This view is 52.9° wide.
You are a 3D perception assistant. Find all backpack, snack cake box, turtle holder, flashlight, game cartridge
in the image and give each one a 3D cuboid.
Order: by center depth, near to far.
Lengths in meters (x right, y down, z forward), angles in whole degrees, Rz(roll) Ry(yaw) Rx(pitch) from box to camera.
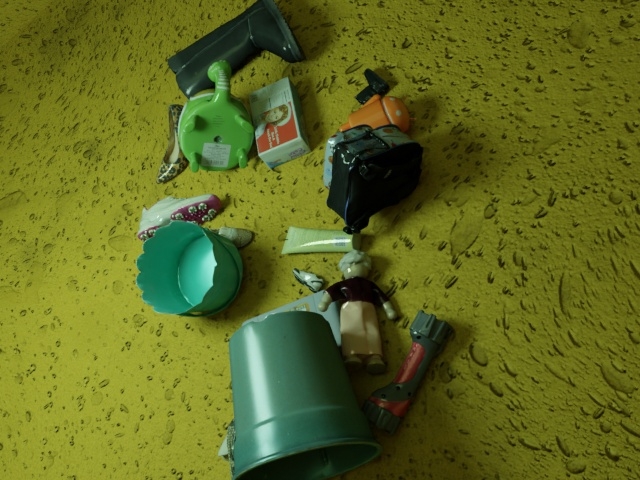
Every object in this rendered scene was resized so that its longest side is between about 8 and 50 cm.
[{"bbox_3d":[0.205,0.317,1.574,0.103,0.103,0.304,21,78,35],"label":"flashlight"},{"bbox_3d":[0.144,-0.192,1.760,0.264,0.276,0.213,-19,54,-23],"label":"backpack"},{"bbox_3d":[-0.070,0.269,1.760,0.297,0.062,0.198,-23,54,14],"label":"game cartridge"},{"bbox_3d":[-0.349,-0.389,2.058,0.244,0.320,0.227,-21,42,1],"label":"turtle holder"},{"bbox_3d":[-0.133,-0.382,2.082,0.152,0.089,0.264,-20,60,14],"label":"snack cake box"}]

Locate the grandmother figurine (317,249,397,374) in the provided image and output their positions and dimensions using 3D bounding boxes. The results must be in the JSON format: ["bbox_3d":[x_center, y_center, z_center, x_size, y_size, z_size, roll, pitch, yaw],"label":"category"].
[{"bbox_3d":[0.094,0.173,1.689,0.104,0.208,0.342,127,150,-51],"label":"grandmother figurine"}]

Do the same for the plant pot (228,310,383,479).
[{"bbox_3d":[-0.065,0.364,1.497,0.341,0.341,0.334,-24,60,14],"label":"plant pot"}]

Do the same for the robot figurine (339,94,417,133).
[{"bbox_3d":[0.168,-0.345,1.895,0.220,0.128,0.158,-24,24,14],"label":"robot figurine"}]

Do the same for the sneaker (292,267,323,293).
[{"bbox_3d":[-0.035,0.108,1.833,0.109,0.040,0.044,34,68,30],"label":"sneaker"}]

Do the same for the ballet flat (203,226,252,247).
[{"bbox_3d":[-0.314,-0.010,2.001,0.206,0.067,0.073,-7,62,22],"label":"ballet flat"}]

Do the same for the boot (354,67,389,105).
[{"bbox_3d":[0.149,-0.476,2.020,0.099,0.045,0.121,-44,56,4],"label":"boot"}]

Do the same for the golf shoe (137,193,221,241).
[{"bbox_3d":[-0.467,-0.101,2.095,0.306,0.115,0.140,-22,55,14],"label":"golf shoe"}]

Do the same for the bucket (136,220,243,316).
[{"bbox_3d":[-0.373,0.088,1.879,0.281,0.183,0.281,-3,82,24],"label":"bucket"}]

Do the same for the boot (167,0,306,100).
[{"bbox_3d":[-0.300,-0.631,2.245,0.445,0.146,0.367,-30,49,7],"label":"boot"}]

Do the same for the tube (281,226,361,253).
[{"bbox_3d":[0.000,0.000,1.857,0.240,0.070,0.062,1,111,29],"label":"tube"}]

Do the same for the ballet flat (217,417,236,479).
[{"bbox_3d":[-0.179,0.597,1.606,0.182,0.164,0.482,-27,57,37],"label":"ballet flat"}]

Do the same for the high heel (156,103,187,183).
[{"bbox_3d":[-0.517,-0.330,2.181,0.093,0.186,0.261,31,82,33],"label":"high heel"}]
